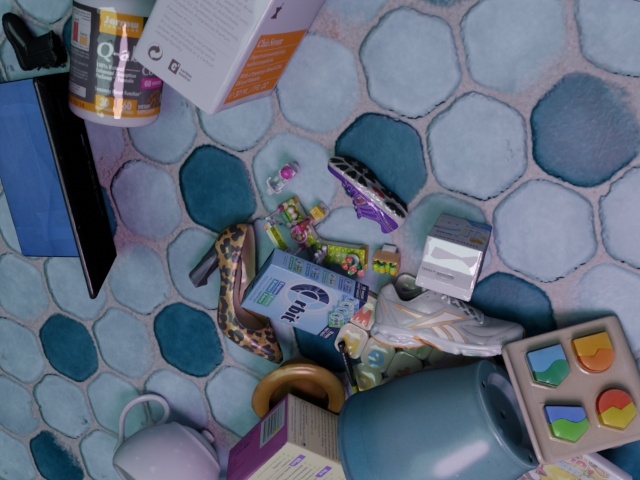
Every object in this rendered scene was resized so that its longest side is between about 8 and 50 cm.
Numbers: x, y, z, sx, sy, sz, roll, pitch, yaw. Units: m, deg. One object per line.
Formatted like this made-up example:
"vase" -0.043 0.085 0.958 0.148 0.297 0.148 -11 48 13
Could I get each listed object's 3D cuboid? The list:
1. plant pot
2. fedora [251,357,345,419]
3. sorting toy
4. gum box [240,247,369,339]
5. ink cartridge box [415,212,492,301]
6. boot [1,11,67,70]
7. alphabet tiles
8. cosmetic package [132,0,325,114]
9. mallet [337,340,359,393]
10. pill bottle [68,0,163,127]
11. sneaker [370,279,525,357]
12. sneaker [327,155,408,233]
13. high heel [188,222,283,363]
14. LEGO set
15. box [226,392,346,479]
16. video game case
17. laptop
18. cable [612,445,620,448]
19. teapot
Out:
"plant pot" 0.210 0.329 1.116 0.255 0.271 0.272 -35 94 27
"fedora" -0.043 0.291 1.310 0.194 0.079 0.194 -1 126 -1
"sorting toy" 0.410 0.231 1.055 0.208 0.038 0.193 -14 73 -5
"gum box" -0.031 0.101 1.207 0.184 0.041 0.157 23 139 -14
"ink cartridge box" 0.217 0.027 1.091 0.092 0.143 0.090 16 114 15
"boot" -0.550 -0.386 1.297 0.099 0.045 0.121 -3 115 25
"alphabet tiles" 0.171 0.210 1.245 0.284 0.021 0.278 28 116 10
"cosmetic package" -0.072 -0.427 0.995 0.161 0.230 0.453 37 118 5
"mallet" 0.063 0.285 1.272 0.039 0.062 0.190 -12 108 31
"pill bottle" -0.348 -0.351 1.167 0.162 0.162 0.279 19 115 14
"sneaker" 0.215 0.126 1.146 0.262 0.099 0.121 4 97 14
"sneaker" 0.071 -0.075 1.158 0.170 0.068 0.071 45 124 1
"high heel" -0.125 0.100 1.278 0.261 0.093 0.186 48 121 7
"LEGO set" 0.000 0.000 1.187 0.287 0.107 0.132 41 118 3
"box" -0.024 0.439 1.297 0.243 0.117 0.213 30 120 -20
"video game case" 0.392 0.412 1.180 0.227 0.026 0.206 33 128 25
"laptop" -0.555 -0.110 1.286 0.236 0.408 0.382 -11 107 -6
"cable" 0.541 0.278 1.094 0.287 0.072 0.140 -12 100 26
"teapot" -0.309 0.480 1.444 0.252 0.187 0.256 5 131 48
